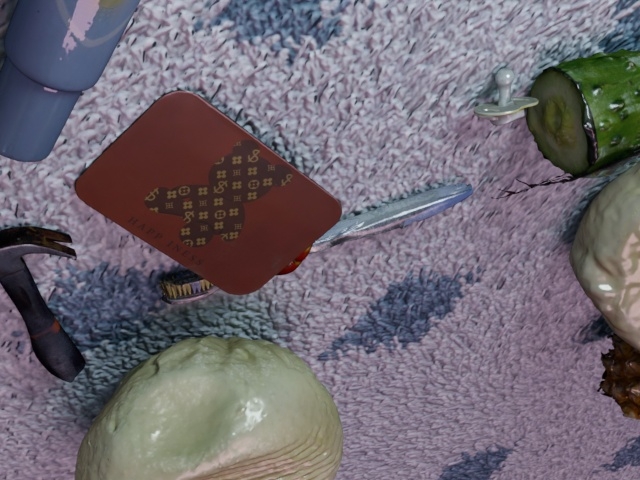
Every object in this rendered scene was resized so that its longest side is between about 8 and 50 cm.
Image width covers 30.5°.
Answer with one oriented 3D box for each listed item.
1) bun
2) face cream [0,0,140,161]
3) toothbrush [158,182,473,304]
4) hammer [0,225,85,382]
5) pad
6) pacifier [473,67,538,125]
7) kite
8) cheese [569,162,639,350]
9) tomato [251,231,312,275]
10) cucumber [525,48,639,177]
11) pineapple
[{"bbox_3d":[-0.156,0.262,1.530,0.349,0.227,0.352,-7,140,-26],"label":"bun"},{"bbox_3d":[-0.187,-0.228,0.973,0.136,0.086,0.385,6,131,-39],"label":"face cream"},{"bbox_3d":[0.000,0.000,1.450,0.414,0.035,0.042,-19,143,-11],"label":"toothbrush"},{"bbox_3d":[-0.321,0.079,1.342,0.137,0.037,0.289,-21,146,-6],"label":"hammer"},{"bbox_3d":[-0.116,-0.043,1.273,0.181,0.004,0.267,-40,128,20],"label":"pad"},{"bbox_3d":[0.211,-0.169,1.360,0.083,0.068,0.064,-22,116,-38],"label":"pacifier"},{"bbox_3d":[0.316,-0.083,1.450,0.127,0.016,0.229,-25,-172,-41],"label":"kite"},{"bbox_3d":[0.523,0.017,1.667,0.327,0.115,0.318,1,122,-14],"label":"cheese"},{"bbox_3d":[-0.054,-0.004,1.376,0.087,0.075,0.087,-9,131,-10],"label":"tomato"},{"bbox_3d":[0.372,-0.170,1.401,0.244,0.134,0.134,-22,148,-22],"label":"cucumber"},{"bbox_3d":[0.559,0.128,1.880,0.263,0.262,0.271,-22,126,-6],"label":"pineapple"}]
